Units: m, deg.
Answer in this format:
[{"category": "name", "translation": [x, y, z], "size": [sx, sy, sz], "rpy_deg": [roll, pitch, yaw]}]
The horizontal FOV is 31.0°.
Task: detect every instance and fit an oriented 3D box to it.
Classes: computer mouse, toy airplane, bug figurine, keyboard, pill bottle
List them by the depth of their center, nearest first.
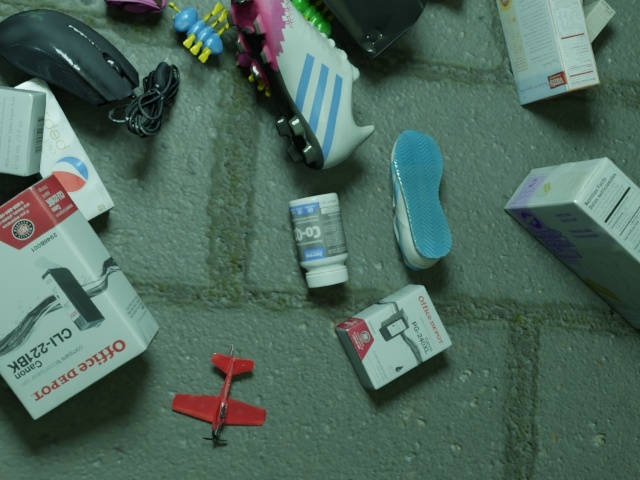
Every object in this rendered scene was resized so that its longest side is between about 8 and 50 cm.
[{"category": "computer mouse", "translation": [-0.330, -0.262, 1.642], "size": [0.272, 0.188, 0.072], "rpy_deg": [24, 124, -8]}, {"category": "keyboard", "translation": [-0.006, -0.401, 1.713], "size": [0.201, 0.033, 0.317], "rpy_deg": [-39, 106, 6]}, {"category": "toy airplane", "translation": [-0.143, 0.233, 1.748], "size": [0.151, 0.028, 0.151], "rpy_deg": [0, 89, -20]}, {"category": "bug figurine", "translation": [-0.092, -0.348, 1.762], "size": [0.216, 0.072, 0.279], "rpy_deg": [46, 71, -18]}, {"category": "pill bottle", "translation": [0.000, 0.000, 1.777], "size": [0.078, 0.078, 0.137], "rpy_deg": [-11, 91, -18]}]

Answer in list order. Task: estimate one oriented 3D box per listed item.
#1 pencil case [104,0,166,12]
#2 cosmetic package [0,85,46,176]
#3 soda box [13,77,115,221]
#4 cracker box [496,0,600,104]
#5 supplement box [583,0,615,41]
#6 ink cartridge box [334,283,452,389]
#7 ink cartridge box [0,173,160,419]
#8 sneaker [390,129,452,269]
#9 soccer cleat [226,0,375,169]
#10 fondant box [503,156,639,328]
[{"category": "pencil case", "translation": [-0.255, -0.437, 1.704], "size": [0.098, 0.095, 0.209], "rpy_deg": [14, 86, -33]}, {"category": "cosmetic package", "translation": [-0.497, -0.161, 1.570], "size": [0.231, 0.085, 0.117], "rpy_deg": [7, 98, 0]}, {"category": "soda box", "translation": [-0.381, -0.124, 1.659], "size": [0.074, 0.069, 0.216], "rpy_deg": [-30, 98, -17]}, {"category": "cracker box", "translation": [0.360, -0.346, 1.868], "size": [0.067, 0.155, 0.232], "rpy_deg": [-14, 93, -19]}, {"category": "supplement box", "translation": [0.443, -0.355, 1.945], "size": [0.036, 0.062, 0.098], "rpy_deg": [43, 77, -12]}, {"category": "ink cartridge box", "translation": [0.116, 0.150, 1.818], "size": [0.150, 0.063, 0.109], "rpy_deg": [-28, 97, -17]}, {"category": "ink cartridge box", "translation": [-0.381, 0.079, 1.596], "size": [0.197, 0.114, 0.273], "rpy_deg": [-32, 100, 9]}, {"category": "sneaker", "translation": [0.147, -0.065, 1.829], "size": [0.087, 0.092, 0.229], "rpy_deg": [3, 68, -16]}, {"category": "soccer cleat", "translation": [-0.027, -0.267, 1.692], "size": [0.143, 0.116, 0.331], "rpy_deg": [-30, 110, -20]}, {"category": "fondant box", "translation": [0.484, 0.014, 1.854], "size": [0.330, 0.238, 0.096], "rpy_deg": [42, 78, -13]}]
